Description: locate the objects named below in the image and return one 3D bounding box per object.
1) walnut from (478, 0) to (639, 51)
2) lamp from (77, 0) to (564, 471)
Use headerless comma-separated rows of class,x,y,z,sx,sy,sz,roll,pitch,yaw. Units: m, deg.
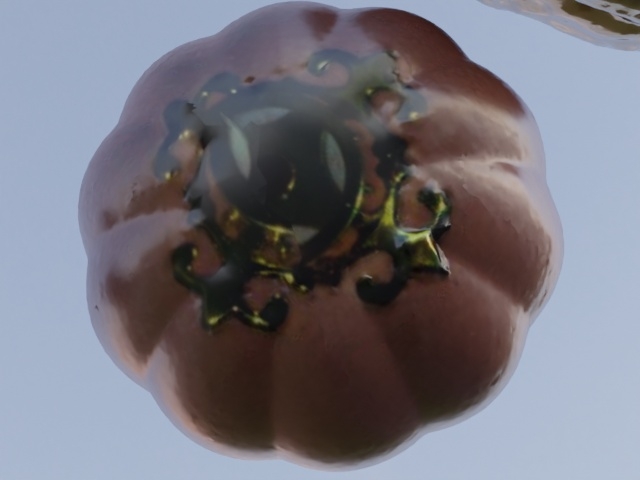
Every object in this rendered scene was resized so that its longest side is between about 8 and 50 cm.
walnut,0.182,-0.307,0.905,0.381,0.381,0.381,-11,-53,-15
lamp,0.000,0.000,0.870,0.305,0.305,0.239,-26,-19,-4
